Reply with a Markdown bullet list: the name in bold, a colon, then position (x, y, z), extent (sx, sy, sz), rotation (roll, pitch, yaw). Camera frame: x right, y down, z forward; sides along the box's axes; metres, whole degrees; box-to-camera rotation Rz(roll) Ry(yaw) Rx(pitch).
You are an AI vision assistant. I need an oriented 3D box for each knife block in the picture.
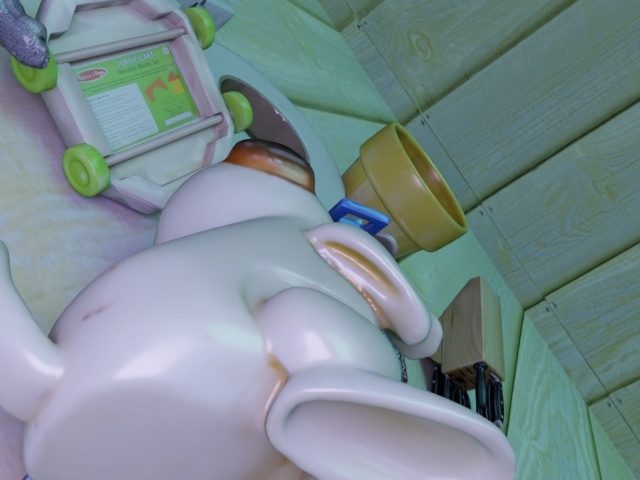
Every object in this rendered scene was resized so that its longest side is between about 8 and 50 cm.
- **knife block**: position (0.317, 0.229, 1.247), extent (0.088, 0.275, 0.242), rotation (44, -6, -31)

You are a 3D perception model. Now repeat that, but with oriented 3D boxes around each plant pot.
- **plant pot**: position (0.120, -0.060, 1.231), extent (0.254, 0.239, 0.254), rotation (45, 23, -25)

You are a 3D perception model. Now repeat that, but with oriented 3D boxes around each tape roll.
- **tape roll**: position (-0.112, -0.177, 1.059), extent (0.392, 0.072, 0.392), rotation (41, 23, -22)

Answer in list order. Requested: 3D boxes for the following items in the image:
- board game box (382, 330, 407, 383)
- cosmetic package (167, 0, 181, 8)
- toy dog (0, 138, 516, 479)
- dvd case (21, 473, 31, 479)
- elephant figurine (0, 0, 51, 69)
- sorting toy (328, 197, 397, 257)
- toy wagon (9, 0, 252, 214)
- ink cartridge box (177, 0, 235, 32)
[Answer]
- **board game box**: position (0.099, 0.163, 1.006), extent (0.194, 0.060, 0.194), rotation (-8, 87, -67)
- **cosmetic package**: position (-0.282, -0.310, 0.914), extent (0.060, 0.099, 0.239), rotation (45, 22, -20)
- **toy dog**: position (-0.079, 0.079, 0.576), extent (0.395, 0.284, 0.408), rotation (22, 26, -12)
- **dvd case**: position (-0.187, 0.205, 0.450), extent (0.087, 0.013, 0.119), rotation (52, 21, -10)
- **elephant figurine**: position (-0.375, -0.244, 0.541), extent (0.169, 0.186, 0.239), rotation (-28, 113, -37)
- **sorting toy**: position (0.000, 0.000, 0.878), extent (0.347, 0.196, 0.047), rotation (106, -1, -68)
- **toy wagon**: position (-0.226, -0.211, 0.746), extent (0.267, 0.068, 0.344), rotation (-36, 107, -48)
- **ink cartridge box**: position (-0.281, -0.490, 1.198), extent (0.160, 0.093, 0.219), rotation (57, 20, 5)
